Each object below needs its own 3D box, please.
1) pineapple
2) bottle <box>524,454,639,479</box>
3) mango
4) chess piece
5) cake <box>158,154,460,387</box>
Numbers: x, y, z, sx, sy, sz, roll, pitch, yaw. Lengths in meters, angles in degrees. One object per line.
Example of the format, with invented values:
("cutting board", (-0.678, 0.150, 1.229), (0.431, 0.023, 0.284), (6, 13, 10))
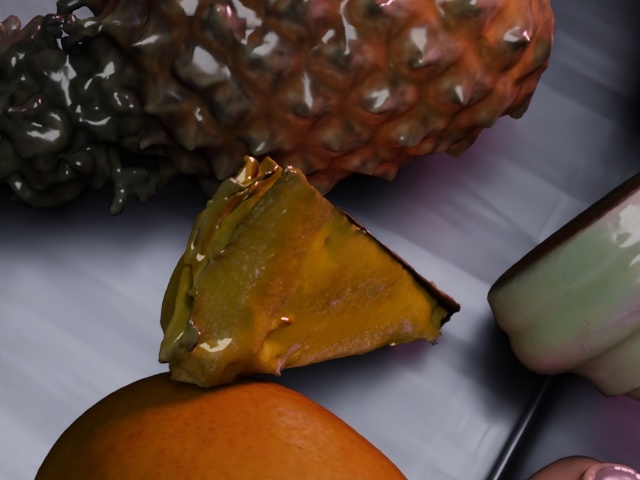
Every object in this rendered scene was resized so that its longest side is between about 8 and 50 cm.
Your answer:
("pineapple", (-0.076, -0.077, 0.902), (0.361, 0.175, 0.175), (-20, 75, -10))
("bottle", (0.157, 0.188, 0.863), (0.097, 0.110, 0.209), (-29, 75, -44))
("mango", (-0.025, 0.151, 0.807), (0.175, 0.139, 0.254), (-5, 32, -21))
("chess piece", (0.204, 0.095, 0.901), (0.139, 0.139, 0.271), (-35, 90, -14))
("cake", (-0.003, -0.002, 0.867), (0.185, 0.116, 0.080), (-9, 35, -43))
